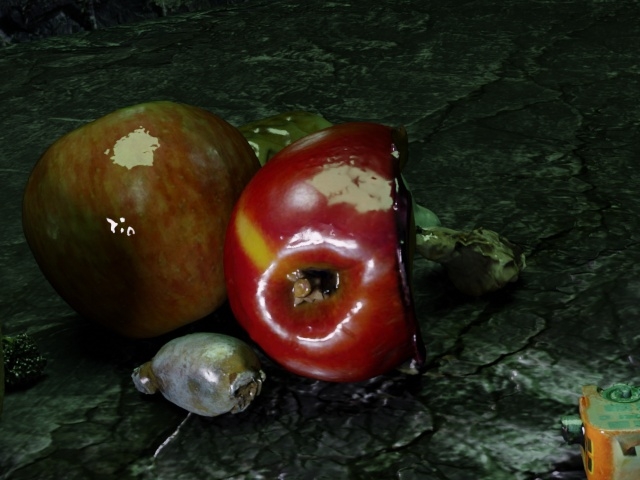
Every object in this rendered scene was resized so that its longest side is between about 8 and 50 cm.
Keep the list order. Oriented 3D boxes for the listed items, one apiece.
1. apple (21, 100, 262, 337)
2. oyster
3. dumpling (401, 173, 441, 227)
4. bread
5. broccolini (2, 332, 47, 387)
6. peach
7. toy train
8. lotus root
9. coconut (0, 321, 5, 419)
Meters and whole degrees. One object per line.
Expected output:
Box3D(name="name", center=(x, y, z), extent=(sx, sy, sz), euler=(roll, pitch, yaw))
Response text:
Box3D(name="apple", center=(-0.189, -0.015, 1.580), extent=(0.277, 0.250, 0.309), euler=(-32, -14, 32))
Box3D(name="oyster", center=(0.158, 0.018, 1.617), extent=(0.163, 0.081, 0.191), euler=(14, -4, 44))
Box3D(name="dumpling", center=(0.075, -0.045, 1.844), extent=(0.105, 0.149, 0.216), euler=(-39, 16, 8))
Box3D(name="bread", center=(-0.067, -0.113, 2.015), extent=(0.152, 0.129, 0.268), euler=(3, 19, 37))
Box3D(name="broccolini", center=(-0.399, 0.125, 1.520), extent=(0.216, 0.058, 0.067), euler=(2, -13, 27))
Box3D(name="peach", center=(0.000, 0.000, 1.443), extent=(0.201, 0.257, 0.361), euler=(-5, 23, 4))
Box3D(name="toy train", center=(0.299, 0.166, 1.166), extent=(0.188, 0.072, 0.099), euler=(-4, 24, 4))
Box3D(name="lotus root", center=(-0.121, 0.130, 1.385), extent=(0.165, 0.088, 0.088), euler=(-1, 16, 45))
Box3D(name="coconut", center=(-0.448, 0.113, 1.227), extent=(0.329, 0.281, 0.328), euler=(2, 56, -3))
